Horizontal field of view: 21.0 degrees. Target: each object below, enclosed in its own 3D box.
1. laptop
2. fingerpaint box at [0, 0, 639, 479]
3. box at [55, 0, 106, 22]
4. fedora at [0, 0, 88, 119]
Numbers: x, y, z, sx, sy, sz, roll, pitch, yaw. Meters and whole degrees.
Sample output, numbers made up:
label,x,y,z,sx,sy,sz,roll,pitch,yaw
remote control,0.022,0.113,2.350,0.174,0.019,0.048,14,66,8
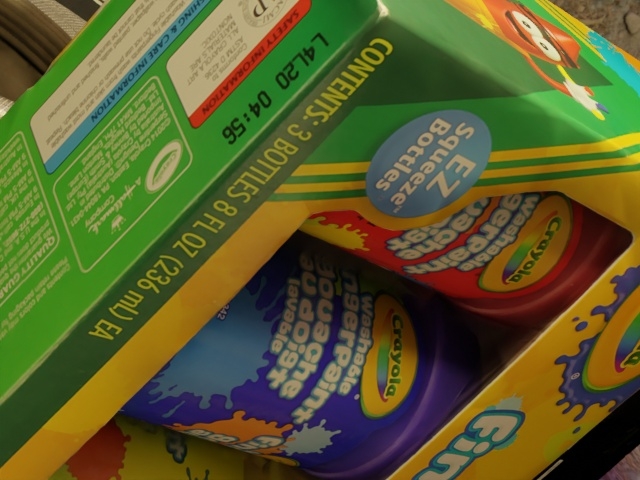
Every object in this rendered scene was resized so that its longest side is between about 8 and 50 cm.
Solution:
label,x,y,z,sx,sy,sz,roll,pitch,yaw
laptop,0.247,0.135,1.602,0.264,0.234,0.136,17,33,-50
fingerpaint box,-0.022,0.049,0.966,0.371,0.445,0.163,24,30,-44
box,-0.236,-0.316,1.462,0.296,0.294,0.182,38,22,-18
fedora,-0.275,-0.116,1.249,0.275,0.124,0.243,25,25,-24
